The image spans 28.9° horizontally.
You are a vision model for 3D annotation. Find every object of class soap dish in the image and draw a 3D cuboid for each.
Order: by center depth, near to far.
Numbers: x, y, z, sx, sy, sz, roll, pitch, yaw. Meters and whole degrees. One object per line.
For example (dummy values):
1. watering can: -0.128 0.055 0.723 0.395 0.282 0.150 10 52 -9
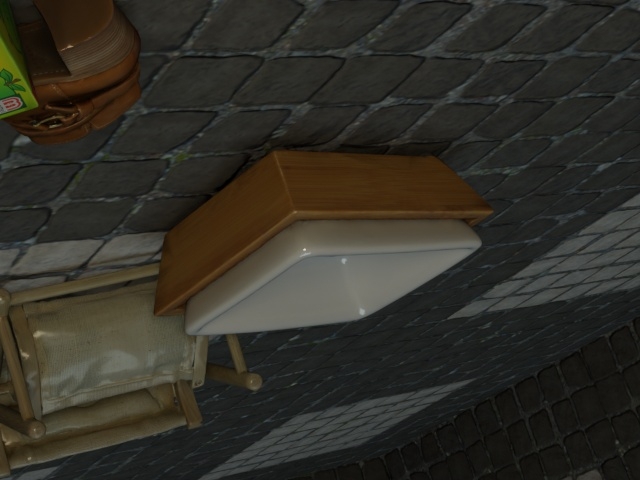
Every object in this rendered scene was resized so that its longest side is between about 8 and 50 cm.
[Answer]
1. soap dish: 0.000 0.000 1.265 0.291 0.118 0.229 -1 155 -45

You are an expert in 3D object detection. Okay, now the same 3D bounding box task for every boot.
1. boot: -0.212 -0.097 0.827 0.197 0.073 0.152 -15 167 -4

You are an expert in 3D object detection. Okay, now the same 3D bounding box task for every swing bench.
1. swing bench: -0.237 0.138 1.368 0.253 0.165 0.255 -11 166 -26

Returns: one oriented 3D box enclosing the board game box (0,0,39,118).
1. board game box: -0.202 -0.141 0.662 0.043 0.092 0.181 -17 163 -5
